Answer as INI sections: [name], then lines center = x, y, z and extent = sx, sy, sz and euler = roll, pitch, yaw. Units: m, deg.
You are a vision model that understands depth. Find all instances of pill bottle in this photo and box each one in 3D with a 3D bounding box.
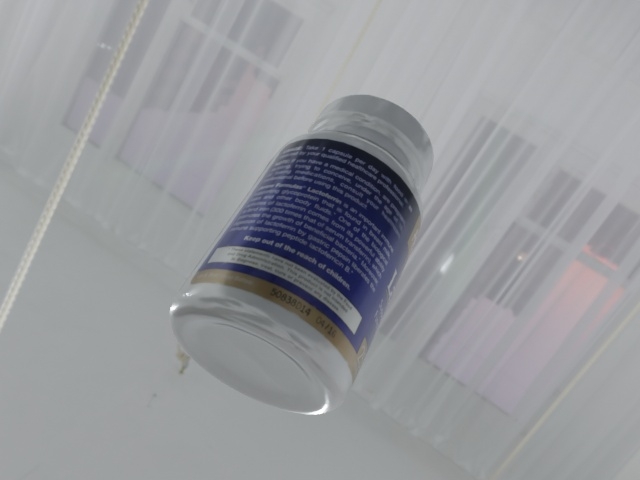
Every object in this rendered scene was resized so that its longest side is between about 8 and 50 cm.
[pill bottle]
center = 0.000, 0.000, 0.528
extent = 0.153, 0.153, 0.264
euler = 31, -124, -3
